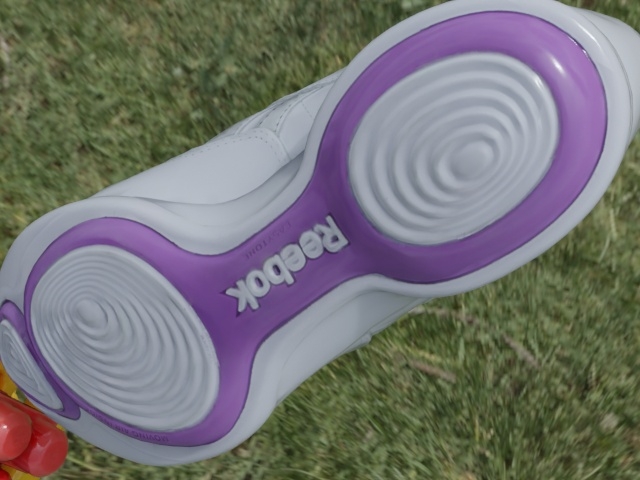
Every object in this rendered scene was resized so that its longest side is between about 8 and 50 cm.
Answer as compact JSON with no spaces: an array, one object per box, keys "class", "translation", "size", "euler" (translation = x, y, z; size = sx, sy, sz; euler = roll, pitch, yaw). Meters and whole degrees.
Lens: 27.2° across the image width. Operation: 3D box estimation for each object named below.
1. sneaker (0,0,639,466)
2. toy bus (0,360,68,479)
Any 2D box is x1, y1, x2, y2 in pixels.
[{"class":"sneaker","translation":[0.000,0.000,0.530],"size":[0.305,0.152,0.114],"euler":[-24,92,30]},{"class":"toy bus","translation":[-0.210,0.087,0.691],"size":[0.211,0.220,0.149],"euler":[20,77,28]}]
